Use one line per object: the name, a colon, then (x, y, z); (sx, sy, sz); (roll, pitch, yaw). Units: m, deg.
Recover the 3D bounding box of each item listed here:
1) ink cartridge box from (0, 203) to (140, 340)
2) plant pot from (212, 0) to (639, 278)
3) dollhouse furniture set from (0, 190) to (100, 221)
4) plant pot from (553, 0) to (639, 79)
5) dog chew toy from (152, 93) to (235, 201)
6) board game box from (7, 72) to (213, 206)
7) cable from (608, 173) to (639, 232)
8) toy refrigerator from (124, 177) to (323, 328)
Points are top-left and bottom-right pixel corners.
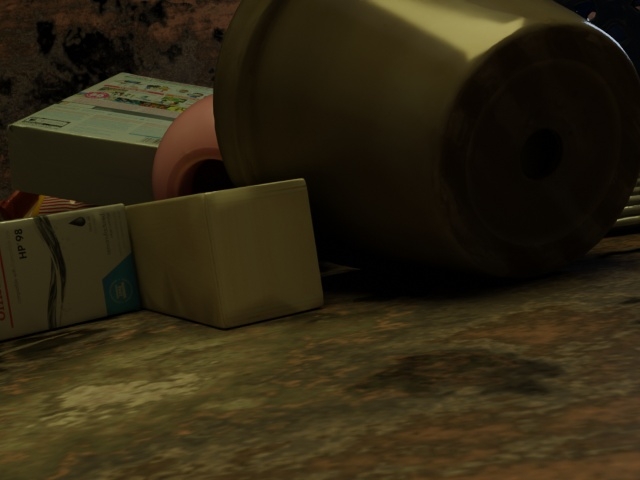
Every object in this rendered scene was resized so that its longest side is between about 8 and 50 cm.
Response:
ink cartridge box: (-0.264, 0.031, 0.783); (0.180, 0.104, 0.060); (-12, 7, -37)
plant pot: (0.103, -0.098, 0.725); (0.323, 0.323, 0.280); (-10, 22, -22)
dollhouse furniture set: (-0.334, -0.097, 1.394); (0.201, 0.152, 0.374); (-9, 31, 13)
plant pot: (0.296, -0.214, 0.954); (0.236, 0.212, 0.236); (-7, 7, 36)
dog chew toy: (-0.060, -0.088, 1.034); (0.206, 0.207, 0.332); (-7, 13, 20)
board game box: (-0.242, -0.141, 1.176); (0.224, 0.097, 0.303); (11, 26, 12)
cable: (0.301, -0.060, 0.950); (0.257, 0.089, 0.257); (-5, 5, 41)
toy refrigerator: (-0.096, 0.008, 0.756); (0.094, 0.102, 0.269); (-10, 4, -25)
